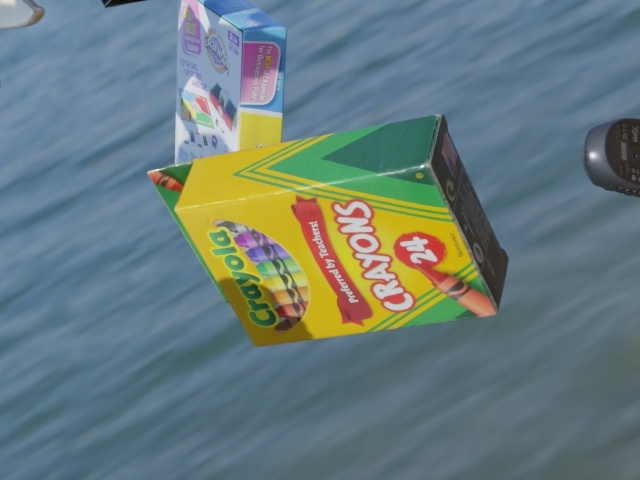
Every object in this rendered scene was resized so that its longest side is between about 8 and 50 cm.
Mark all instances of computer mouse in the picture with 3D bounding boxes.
[{"bbox_3d":[0.325,-0.064,1.608,0.242,0.071,0.041,12,-18,-37],"label":"computer mouse"}]

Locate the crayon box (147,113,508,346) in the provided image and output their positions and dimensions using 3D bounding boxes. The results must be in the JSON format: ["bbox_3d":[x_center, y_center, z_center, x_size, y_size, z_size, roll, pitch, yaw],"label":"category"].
[{"bbox_3d":[0.000,0.000,1.694,0.318,0.202,0.081,-9,41,24],"label":"crayon box"}]

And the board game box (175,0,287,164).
[{"bbox_3d":[-0.129,-0.174,2.386,0.064,0.316,0.242,-8,26,-24],"label":"board game box"}]

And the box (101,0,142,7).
[{"bbox_3d":[-0.236,-0.398,2.205,0.184,0.190,0.045,-20,-11,-40],"label":"box"}]

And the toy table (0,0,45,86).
[{"bbox_3d":[-0.470,-0.304,2.090,0.161,0.274,0.252,-51,4,24],"label":"toy table"}]
